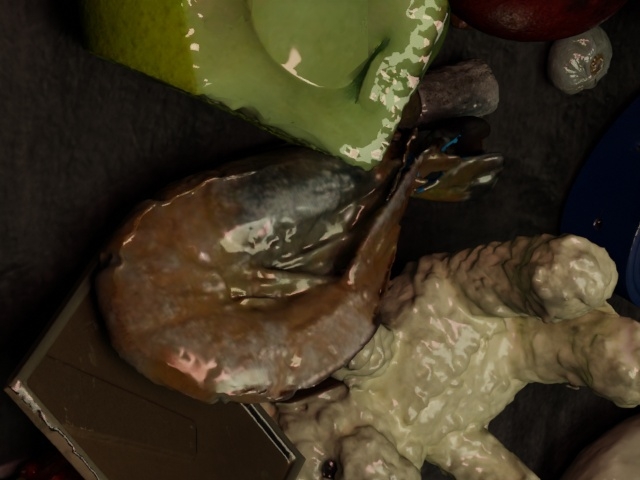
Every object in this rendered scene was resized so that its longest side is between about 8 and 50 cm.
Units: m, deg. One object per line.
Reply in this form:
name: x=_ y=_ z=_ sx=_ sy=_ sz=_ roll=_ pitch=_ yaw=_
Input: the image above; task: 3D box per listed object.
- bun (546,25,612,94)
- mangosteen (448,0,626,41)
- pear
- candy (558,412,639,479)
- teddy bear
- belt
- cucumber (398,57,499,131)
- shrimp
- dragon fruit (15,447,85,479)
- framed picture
bun: x=0.272 y=-0.189 z=1.907 sx=0.083 sy=0.045 sz=0.083 roll=-24 pitch=129 yaw=-32
mangosteen: x=0.178 y=-0.280 z=1.693 sx=0.235 sy=0.261 sz=0.235 roll=11 pitch=63 yaw=-22
pear: x=-0.065 y=-0.189 z=1.497 sx=0.282 sy=0.286 sz=0.176 roll=21 pitch=91 yaw=-18
candy: x=0.416 y=0.384 z=2.231 sx=0.386 sy=0.186 sz=0.427 roll=-49 pitch=130 yaw=-5
teddy bear: x=0.093 y=0.192 z=1.762 sx=0.327 sy=0.375 sz=0.362 roll=51 pitch=60 yaw=-28
belt: x=0.419 y=-0.079 z=2.041 sx=0.347 sy=0.117 sz=0.212 roll=-41 pitch=133 yaw=-16
cucumber: x=0.119 y=-0.139 z=1.794 sx=0.112 sy=0.064 sz=0.064 roll=-16 pitch=121 yaw=-31
shrimp: x=0.000 y=0.000 z=1.651 sx=0.446 sy=0.221 sz=0.110 roll=-29 pitch=165 yaw=-31
dragon fruit: x=-0.191 y=0.248 z=1.636 sx=0.160 sy=0.172 sz=0.166 roll=-1 pitch=116 yaw=-35
framed picture: x=-0.135 y=0.161 z=1.603 sx=0.289 sy=0.016 sz=0.213 roll=52 pitch=38 yaw=-20
